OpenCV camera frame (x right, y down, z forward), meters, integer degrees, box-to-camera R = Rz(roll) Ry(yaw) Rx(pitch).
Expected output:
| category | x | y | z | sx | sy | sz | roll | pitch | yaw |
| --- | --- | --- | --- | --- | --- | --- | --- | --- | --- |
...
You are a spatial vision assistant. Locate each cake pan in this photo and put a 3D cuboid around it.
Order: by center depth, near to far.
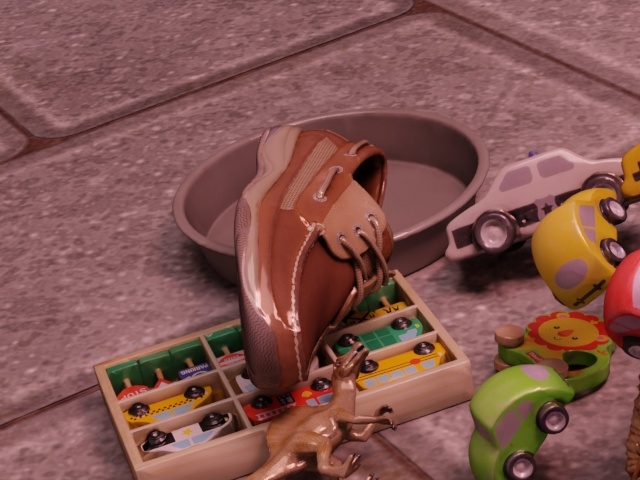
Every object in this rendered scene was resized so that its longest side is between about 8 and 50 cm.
| category | x | y | z | sx | sy | sz | roll | pitch | yaw |
| --- | --- | --- | --- | --- | --- | --- | --- | --- | --- |
| cake pan | 0.012 | -0.036 | 1.626 | 0.293 | 0.054 | 0.293 | -8 | 28 | 5 |

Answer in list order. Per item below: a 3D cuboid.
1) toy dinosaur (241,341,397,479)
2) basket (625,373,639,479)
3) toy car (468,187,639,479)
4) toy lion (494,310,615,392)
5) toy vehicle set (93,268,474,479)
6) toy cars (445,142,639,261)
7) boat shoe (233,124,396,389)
| category | x | y | z | sx | sy | sz | roll | pitch | yaw |
| --- | --- | --- | --- | --- | --- | --- | --- | --- | --- |
| toy dinosaur | -0.006 | 0.151 | 1.271 | 0.092 | 0.053 | 0.183 | 22 | 49 | 33 |
| basket | 0.364 | 0.065 | 1.139 | 0.223 | 0.213 | 0.299 | -31 | 34 | -35 |
| toy car | 0.162 | 0.074 | 1.222 | 0.225 | 0.053 | 0.239 | -57 | 19 | 7 |
| toy lion | 0.189 | 0.085 | 1.367 | 0.096 | 0.034 | 0.100 | -14 | 27 | -21 |
| toy vehicle set | -0.032 | 0.110 | 1.388 | 0.267 | 0.035 | 0.166 | -17 | 29 | -12 |
| toy cars | 0.246 | -0.070 | 1.406 | 0.176 | 0.087 | 0.393 | -15 | -5 | -38 |
| boat shoe | 0.000 | 0.000 | 1.393 | 0.116 | 0.123 | 0.324 | -1 | 33 | 6 |
